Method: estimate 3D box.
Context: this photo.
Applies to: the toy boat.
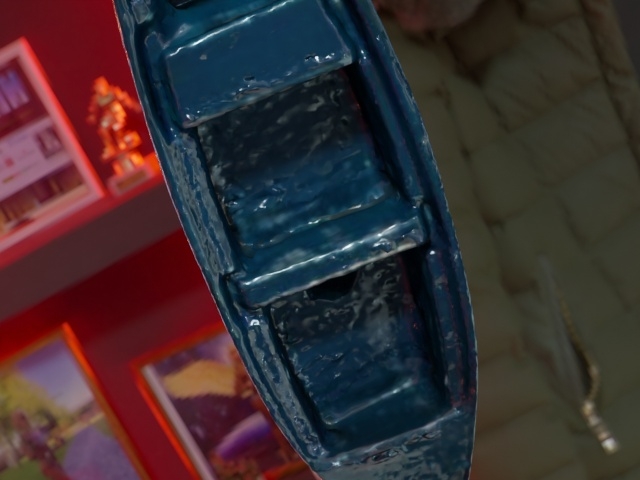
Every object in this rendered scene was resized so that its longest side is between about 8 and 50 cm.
[{"bbox_3d":[0.000,0.000,0.496,0.096,0.299,0.062,-22,22,-5],"label":"toy boat"}]
